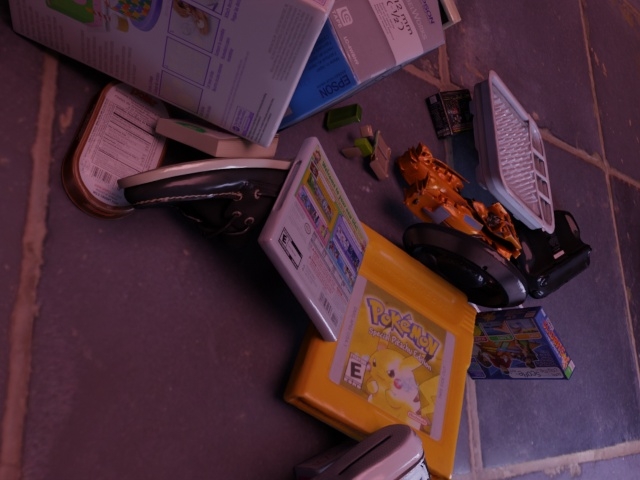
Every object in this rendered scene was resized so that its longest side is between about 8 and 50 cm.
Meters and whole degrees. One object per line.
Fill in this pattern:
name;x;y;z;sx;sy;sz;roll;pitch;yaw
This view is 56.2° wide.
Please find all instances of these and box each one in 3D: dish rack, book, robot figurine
dish rack;0.411;-0.178;1.303;0.332;0.072;0.286;26;58;-49
book;-0.133;-0.137;0.795;0.144;0.096;0.035;-21;131;-63
robot figurine;0.268;-0.051;1.127;0.291;0.085;0.211;32;34;-24

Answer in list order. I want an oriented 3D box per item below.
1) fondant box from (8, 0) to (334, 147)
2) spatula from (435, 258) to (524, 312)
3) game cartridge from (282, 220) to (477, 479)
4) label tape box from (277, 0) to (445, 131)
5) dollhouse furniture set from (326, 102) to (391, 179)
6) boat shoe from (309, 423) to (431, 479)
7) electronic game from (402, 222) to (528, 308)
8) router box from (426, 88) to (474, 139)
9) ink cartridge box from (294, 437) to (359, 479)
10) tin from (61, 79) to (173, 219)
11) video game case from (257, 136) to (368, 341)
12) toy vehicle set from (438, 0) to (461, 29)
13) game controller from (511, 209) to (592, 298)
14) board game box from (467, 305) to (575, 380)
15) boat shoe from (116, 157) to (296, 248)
fondant box;-0.164;-0.262;0.649;0.330;0.238;0.096;23;60;-9
spatula;0.321;0.113;1.120;0.019;0.168;0.242;-51;118;-23
game cartridge;0.114;0.161;0.933;0.285;0.052;0.324;33;53;-17
label tape box;0.046;-0.280;0.913;0.347;0.249;0.115;-33;100;-43
dollhouse furniture set;0.070;-0.171;1.062;0.152;0.058;0.076;48;40;-47
boat shoe;0.009;0.360;0.727;0.335;0.121;0.119;-27;92;-20
electronic game;0.242;0.044;1.020;0.229;0.229;0.048;42;71;-26
router box;0.284;-0.269;1.275;0.122;0.038;0.092;-18;91;-44
ink cartridge box;0.081;0.445;0.866;0.185;0.065;0.311;-11;82;-42
tin;-0.247;-0.116;0.747;0.106;0.040;0.190;32;58;-37
video game case;0.000;0.000;0.825;0.212;0.023;0.193;59;38;-39
toy vehicle set;0.130;-0.490;1.109;0.035;0.166;0.267;-36;102;-45
game controller;0.549;0.025;1.430;0.319;0.067;0.167;-18;76;-44
board game box;0.328;0.188;1.070;0.035;0.201;0.136;-43;108;-37
boat shoe;-0.108;-0.047;0.786;0.340;0.127;0.113;-14;98;-60
